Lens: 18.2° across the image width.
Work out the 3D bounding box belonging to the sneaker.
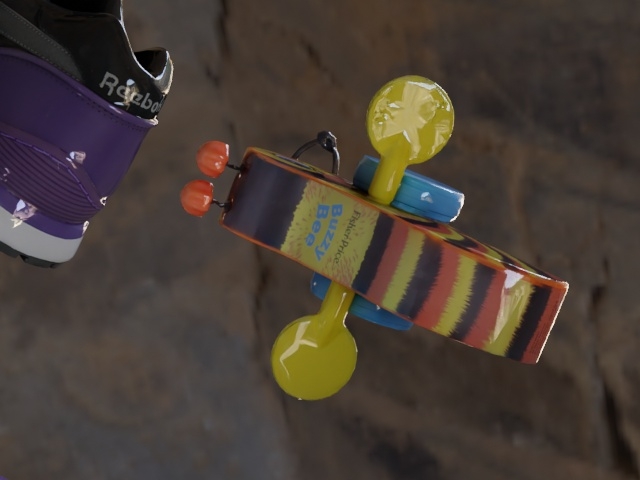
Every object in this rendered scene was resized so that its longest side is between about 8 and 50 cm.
[{"bbox_3d":[-0.152,-0.119,0.945,0.107,0.124,0.283,22,24,-49],"label":"sneaker"}]

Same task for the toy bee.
[{"bbox_3d":[0.000,0.000,1.222,0.162,0.195,0.298,16,-12,-38],"label":"toy bee"}]

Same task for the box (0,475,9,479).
[{"bbox_3d":[-0.227,0.317,1.582,0.293,0.201,0.057,23,-2,29],"label":"box"}]
